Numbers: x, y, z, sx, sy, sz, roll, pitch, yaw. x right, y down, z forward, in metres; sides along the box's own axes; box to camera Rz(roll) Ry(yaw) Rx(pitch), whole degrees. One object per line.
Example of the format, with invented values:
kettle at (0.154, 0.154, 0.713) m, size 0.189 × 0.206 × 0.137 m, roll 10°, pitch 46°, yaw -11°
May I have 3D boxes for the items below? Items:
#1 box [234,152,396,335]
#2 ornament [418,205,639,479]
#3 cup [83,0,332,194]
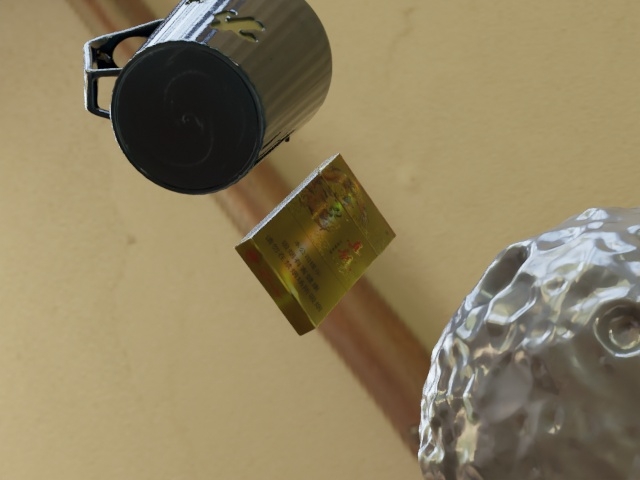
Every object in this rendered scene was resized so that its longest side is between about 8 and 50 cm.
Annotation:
box at (0.000, 0.000, 1.115) m, size 0.022 × 0.156 × 0.089 m, roll -27°, pitch -79°, yaw 38°
ornament at (0.240, 0.130, 1.024) m, size 0.337 × 0.337 × 0.337 m, roll 10°, pitch -75°, yaw 43°
cup at (-0.091, -0.110, 1.006) m, size 0.176 × 0.155 × 0.131 m, roll 5°, pitch -67°, yaw 10°
